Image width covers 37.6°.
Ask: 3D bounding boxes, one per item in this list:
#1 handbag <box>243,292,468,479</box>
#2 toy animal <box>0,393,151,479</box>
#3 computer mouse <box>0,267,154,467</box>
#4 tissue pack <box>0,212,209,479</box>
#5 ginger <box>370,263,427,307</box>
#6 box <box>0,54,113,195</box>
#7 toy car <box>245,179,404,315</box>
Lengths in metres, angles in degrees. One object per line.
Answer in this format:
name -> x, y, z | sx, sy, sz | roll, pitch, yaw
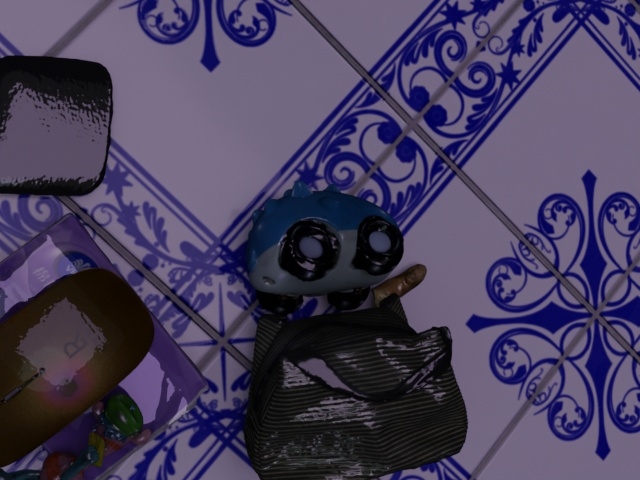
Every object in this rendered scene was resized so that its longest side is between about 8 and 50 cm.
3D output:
handbag -> 0.045, 0.228, 1.436 | 0.341, 0.247, 0.240 | -7, 104, -15
toy animal -> -0.328, 0.292, 1.250 | 0.208, 0.103, 0.100 | -31, 92, -1
computer mouse -> -0.368, 0.168, 1.245 | 0.310, 0.072, 0.158 | -37, 99, -9
tissue pack -> -0.354, 0.159, 1.365 | 0.242, 0.160, 0.338 | -40, 100, -11
ginger -> 0.126, 0.080, 1.587 | 0.137, 0.044, 0.057 | -34, 143, -15
box -> -0.416, -0.173, 1.419 | 0.201, 0.042, 0.212 | 2, 87, -19
toy car -> 0.000, 0.000, 1.485 | 0.255, 0.188, 0.190 | -3, 62, -22
